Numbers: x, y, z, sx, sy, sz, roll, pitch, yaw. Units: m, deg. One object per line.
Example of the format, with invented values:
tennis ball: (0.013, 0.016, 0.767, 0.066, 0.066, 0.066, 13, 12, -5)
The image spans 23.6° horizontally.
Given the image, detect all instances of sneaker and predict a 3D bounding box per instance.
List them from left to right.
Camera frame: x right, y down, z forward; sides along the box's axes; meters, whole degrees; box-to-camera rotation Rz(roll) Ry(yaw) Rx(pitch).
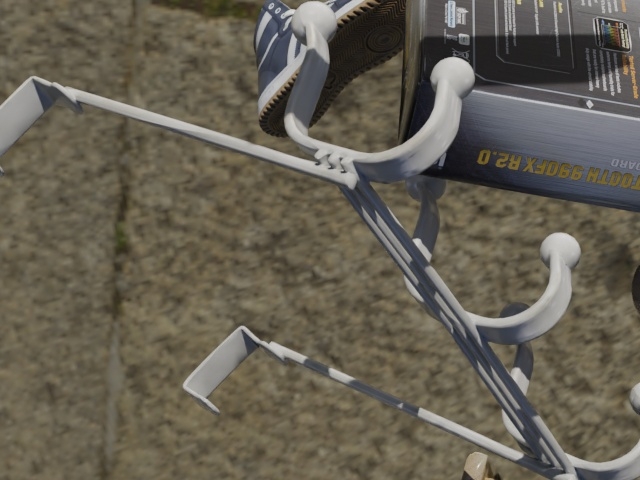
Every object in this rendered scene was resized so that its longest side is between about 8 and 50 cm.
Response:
sneaker: (0.012, -0.264, 1.875, 0.282, 0.099, 0.153, -40, 43, 35)

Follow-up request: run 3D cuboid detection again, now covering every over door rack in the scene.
over door rack: (0.000, 0.000, 0.783, 0.324, 0.108, 0.239, 5, 141, 46)

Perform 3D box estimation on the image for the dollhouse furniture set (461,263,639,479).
dollhouse furniture set: (0.189, 0.075, 0.862, 0.161, 0.212, 0.242, 11, 71, 20)

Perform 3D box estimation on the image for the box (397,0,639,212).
box: (0.134, -0.111, 0.774, 0.183, 0.231, 0.056, 9, 133, -4)
